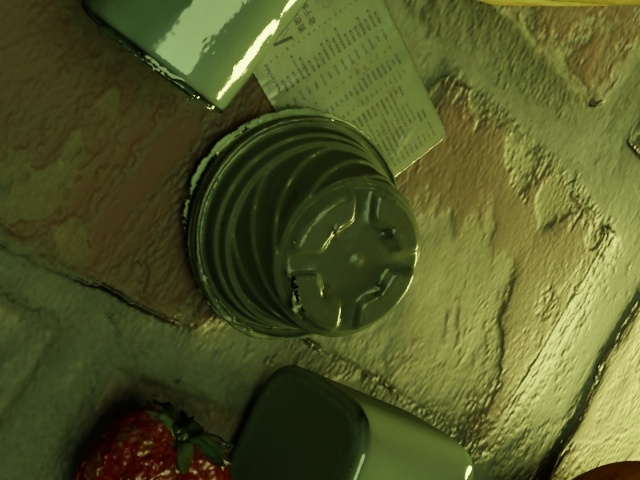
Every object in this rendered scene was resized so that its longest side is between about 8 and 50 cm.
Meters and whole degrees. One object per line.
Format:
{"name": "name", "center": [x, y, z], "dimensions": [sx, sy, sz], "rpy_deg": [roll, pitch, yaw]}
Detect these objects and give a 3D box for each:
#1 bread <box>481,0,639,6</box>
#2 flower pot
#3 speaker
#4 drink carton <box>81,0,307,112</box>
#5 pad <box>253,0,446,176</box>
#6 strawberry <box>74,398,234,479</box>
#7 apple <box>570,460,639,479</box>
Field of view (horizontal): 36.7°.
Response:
{"name": "bread", "center": [0.239, -0.404, 0.864], "dimensions": [0.348, 0.253, 0.375], "rpy_deg": [-1, 102, -26]}
{"name": "flower pot", "center": [0.000, 0.000, 0.897], "dimensions": [0.236, 0.140, 0.235], "rpy_deg": [-9, 109, -25]}
{"name": "speaker", "center": [-0.016, 0.345, 0.965], "dimensions": [0.184, 0.183, 0.406], "rpy_deg": [24, 91, -38]}
{"name": "drink carton", "center": [-0.085, -0.222, 0.780], "dimensions": [0.191, 0.185, 0.189], "rpy_deg": [36, 97, -24]}
{"name": "pad", "center": [0.019, -0.165, 0.944], "dimensions": [0.159, 0.009, 0.265], "rpy_deg": [-39, 119, -16]}
{"name": "strawberry", "center": [-0.158, 0.224, 0.882], "dimensions": [0.131, 0.131, 0.148], "rpy_deg": [44, 72, -31]}
{"name": "apple", "center": [0.390, 0.403, 1.154], "dimensions": [0.275, 0.299, 0.299], "rpy_deg": [-42, 120, -27]}
